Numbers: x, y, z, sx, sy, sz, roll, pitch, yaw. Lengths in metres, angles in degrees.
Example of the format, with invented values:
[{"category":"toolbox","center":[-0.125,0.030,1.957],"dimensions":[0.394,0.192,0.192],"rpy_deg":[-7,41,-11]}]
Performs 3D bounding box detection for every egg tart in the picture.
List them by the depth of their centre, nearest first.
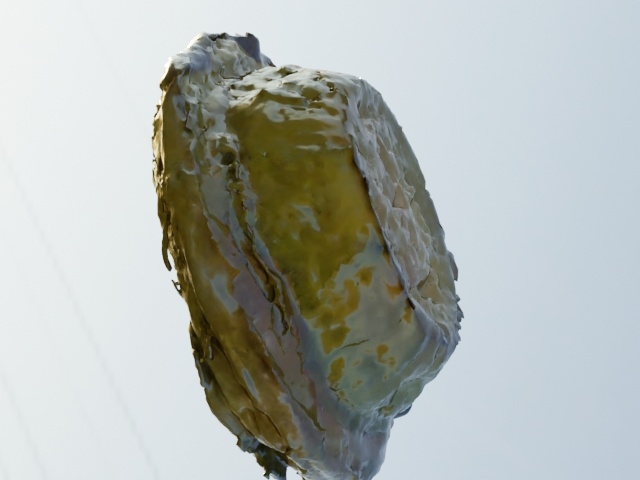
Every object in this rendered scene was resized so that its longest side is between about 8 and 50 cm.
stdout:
[{"category":"egg tart","center":[0.000,0.000,0.959],"dimensions":[0.118,0.288,0.288],"rpy_deg":[-22,-109,16]}]

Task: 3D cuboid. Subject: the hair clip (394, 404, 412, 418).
[{"category":"hair clip","center":[0.016,0.101,1.510],"dimensions":[0.052,0.124,0.195],"rpy_deg":[-70,149,-49]}]
